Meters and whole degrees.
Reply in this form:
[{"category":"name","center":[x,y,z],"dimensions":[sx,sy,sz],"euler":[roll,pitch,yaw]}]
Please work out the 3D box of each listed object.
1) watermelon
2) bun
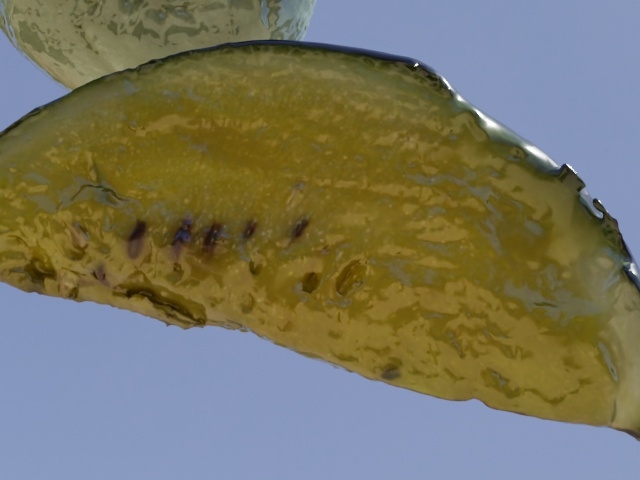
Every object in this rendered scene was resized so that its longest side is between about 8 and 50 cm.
[{"category":"watermelon","center":[0.000,0.000,0.640],"dimensions":[0.301,0.129,0.123],"euler":[14,-33,12]},{"category":"bun","center":[-0.093,-0.181,0.953],"dimensions":[0.221,0.221,0.108],"euler":[26,-17,-12]}]
